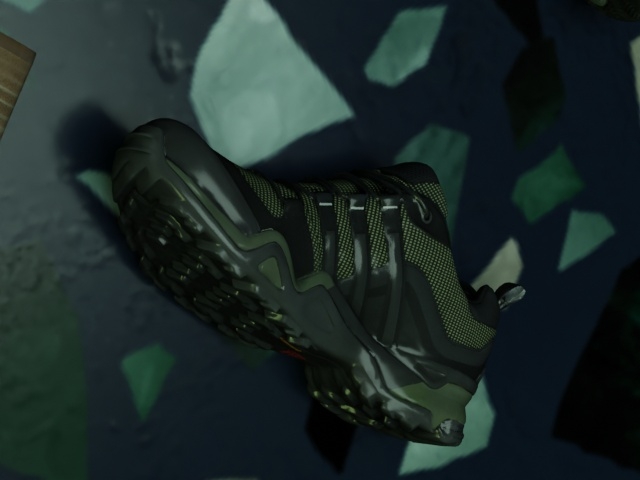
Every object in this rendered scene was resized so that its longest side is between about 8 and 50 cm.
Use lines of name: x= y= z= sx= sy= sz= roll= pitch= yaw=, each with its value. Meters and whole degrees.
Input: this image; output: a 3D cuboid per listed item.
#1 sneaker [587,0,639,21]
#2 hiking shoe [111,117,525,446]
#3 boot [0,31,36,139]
sneaker: x=0.165 y=-0.231 z=0.893 sx=0.132 sy=0.086 sz=0.229 roll=-24 pitch=107 yaw=-24
hiking shoe: x=0.000 y=0.000 z=0.859 sx=0.227 sy=0.086 sz=0.114 roll=41 pitch=66 yaw=-31
boot: x=-0.273 y=-0.039 z=0.708 sx=0.283 sy=0.109 sz=0.220 roll=29 pitch=89 yaw=-34
